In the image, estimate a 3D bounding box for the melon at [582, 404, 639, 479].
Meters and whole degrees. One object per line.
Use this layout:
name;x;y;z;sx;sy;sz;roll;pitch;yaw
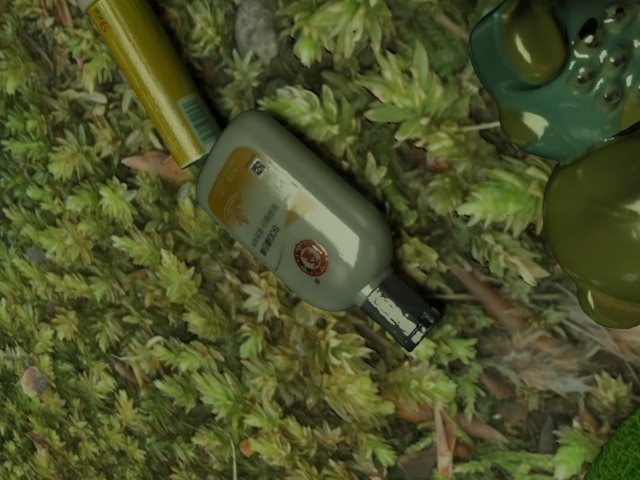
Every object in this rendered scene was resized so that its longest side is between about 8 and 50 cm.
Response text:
melon;0.334;0.211;0.697;0.196;0.124;0.323;46;127;16

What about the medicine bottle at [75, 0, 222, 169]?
medicine bottle;-0.179;-0.184;0.876;0.074;0.074;0.218;-24;98;38

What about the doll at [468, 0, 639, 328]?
doll;0.229;-0.076;0.605;0.177;0.161;0.260;-29;95;-1

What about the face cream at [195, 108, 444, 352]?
face cream;0.000;0.000;0.845;0.291;0.071;0.144;42;127;9
